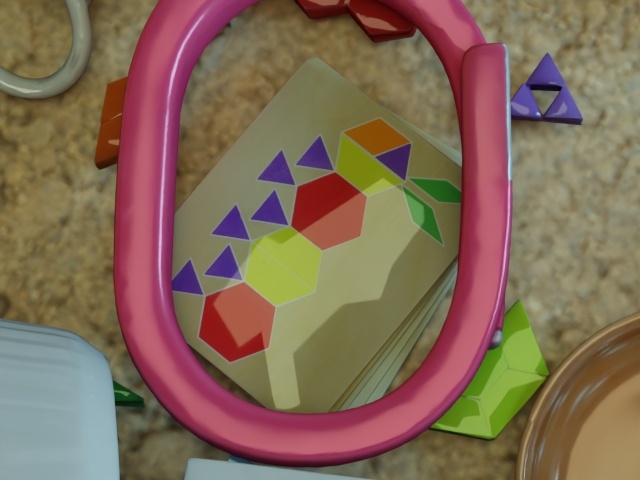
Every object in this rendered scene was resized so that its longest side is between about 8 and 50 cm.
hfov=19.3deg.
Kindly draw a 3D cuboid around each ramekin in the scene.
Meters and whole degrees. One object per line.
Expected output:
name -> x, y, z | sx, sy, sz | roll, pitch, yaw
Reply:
ramekin -> -0.164, 0.158, 0.886 | 0.127, 0.273, 0.273 | 0, 78, -11

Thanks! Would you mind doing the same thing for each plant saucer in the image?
plant saucer -> 0.200, 0.133, 0.986 | 0.199, 0.037, 0.200 | 0, 79, 2

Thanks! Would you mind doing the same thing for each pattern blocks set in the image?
pattern blocks set -> 0.000, 0.000, 1.026 | 0.325, 0.026, 0.285 | -42, 80, -7

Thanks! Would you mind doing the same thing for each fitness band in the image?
fitness band -> -0.003, -0.025, 0.994 | 0.209, 0.054, 0.291 | 1, 77, 5

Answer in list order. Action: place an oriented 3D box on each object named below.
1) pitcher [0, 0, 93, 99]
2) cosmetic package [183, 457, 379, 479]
pitcher -> -0.206, -0.184, 1.034 | 0.207, 0.125, 0.178 | 18, 94, -6
cosmetic package -> 0.099, 0.263, 0.848 | 0.377, 0.097, 0.284 | 6, 60, 7
